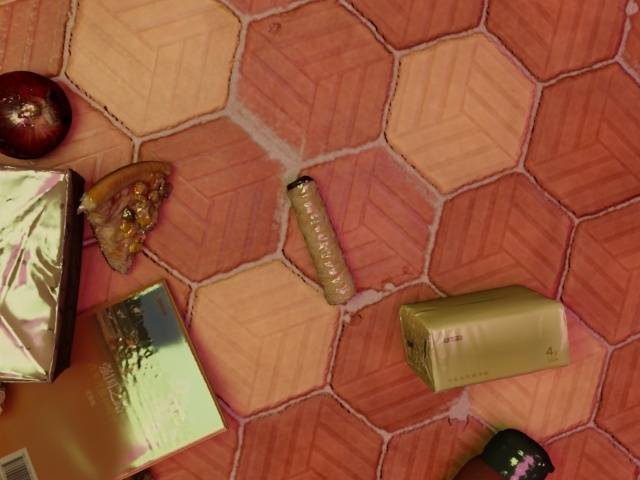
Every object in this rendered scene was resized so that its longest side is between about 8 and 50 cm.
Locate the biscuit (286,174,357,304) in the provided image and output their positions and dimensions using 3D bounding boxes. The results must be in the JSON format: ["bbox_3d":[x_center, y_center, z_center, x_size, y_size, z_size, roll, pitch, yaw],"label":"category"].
[{"bbox_3d":[0.000,0.000,1.176,0.061,0.055,0.219,-16,101,29],"label":"biscuit"}]

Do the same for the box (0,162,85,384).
[{"bbox_3d":[-0.463,0.044,1.012,0.225,0.190,0.296,4,89,-11],"label":"box"}]

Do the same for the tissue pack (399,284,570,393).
[{"bbox_3d":[0.264,0.157,1.190,0.235,0.159,0.125,-9,99,-8],"label":"tissue pack"}]

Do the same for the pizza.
[{"bbox_3d":[-0.292,-0.024,1.092,0.052,0.185,0.195,29,124,22],"label":"pizza"}]

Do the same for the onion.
[{"bbox_3d":[-0.429,-0.183,1.046,0.131,0.131,0.131,-1,98,-10],"label":"onion"}]

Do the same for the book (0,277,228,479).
[{"bbox_3d":[-0.364,0.251,1.116,0.374,0.028,0.262,-24,79,-6],"label":"book"}]

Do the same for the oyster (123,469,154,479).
[{"bbox_3d":[-0.388,0.403,1.153,0.295,0.094,0.166,10,105,-5],"label":"oyster"}]

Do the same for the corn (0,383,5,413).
[{"bbox_3d":[-0.587,0.230,1.065,0.249,0.081,0.081,-1,99,9],"label":"corn"}]

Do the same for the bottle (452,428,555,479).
[{"bbox_3d":[0.272,0.482,1.249,0.144,0.144,0.336,38,89,-13],"label":"bottle"}]
